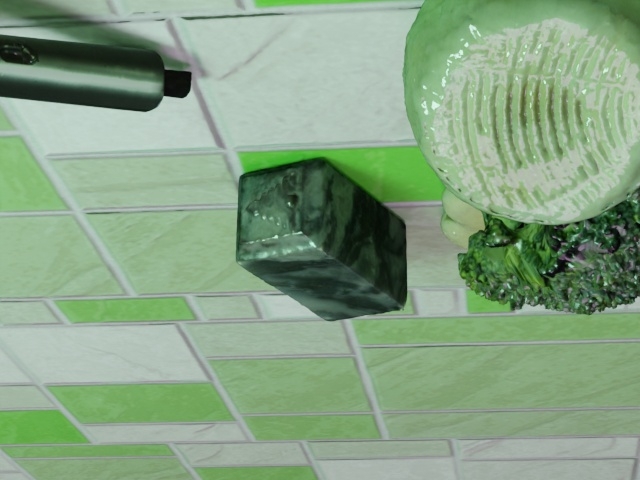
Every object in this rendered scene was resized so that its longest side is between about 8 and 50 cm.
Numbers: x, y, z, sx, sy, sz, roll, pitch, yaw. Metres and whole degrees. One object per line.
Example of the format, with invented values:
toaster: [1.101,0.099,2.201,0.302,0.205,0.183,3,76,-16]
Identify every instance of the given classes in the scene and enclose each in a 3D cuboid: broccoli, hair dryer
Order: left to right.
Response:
hair dryer: [-0.262,-0.081,1.203,0.320,0.155,0.284,-21,146,39]
broccoli: [0.211,-0.035,1.279,0.176,0.198,0.226,27,138,28]

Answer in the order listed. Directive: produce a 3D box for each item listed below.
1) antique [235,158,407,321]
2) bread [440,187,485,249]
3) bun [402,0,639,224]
antique: [0.000,0.000,1.478,0.086,0.088,0.183,-11,154,27]
bread: [0.233,-0.015,1.496,0.251,0.039,0.182,0,158,2]
bun: [0.151,-0.108,1.131,0.195,0.118,0.195,2,124,3]
